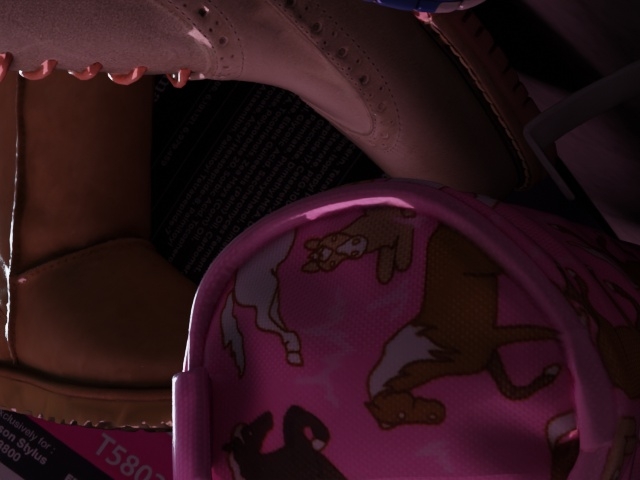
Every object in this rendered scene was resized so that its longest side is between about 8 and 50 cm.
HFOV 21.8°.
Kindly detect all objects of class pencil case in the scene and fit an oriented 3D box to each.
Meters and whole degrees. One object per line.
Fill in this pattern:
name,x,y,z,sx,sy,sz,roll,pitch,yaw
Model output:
pencil case,0.091,0.067,0.689,0.160,0.167,0.386,48,-165,21

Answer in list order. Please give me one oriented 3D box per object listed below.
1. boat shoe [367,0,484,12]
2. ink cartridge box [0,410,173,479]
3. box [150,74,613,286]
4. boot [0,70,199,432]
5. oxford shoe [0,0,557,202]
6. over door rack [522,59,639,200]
boat shoe,-0.016,-0.136,0.552,0.183,0.066,0.066,29,-165,-3
ink cartridge box,-0.136,0.137,1.028,0.234,0.193,0.088,33,173,11
box,0.000,0.000,0.991,0.312,0.179,0.343,29,173,36
boot,-0.094,-0.051,0.769,0.236,0.269,0.089,1,179,43
oxford shoe,-0.081,-0.111,0.664,0.397,0.146,0.140,35,174,-15
over door rack,0.161,-0.008,0.437,0.324,0.108,0.239,46,-178,32
